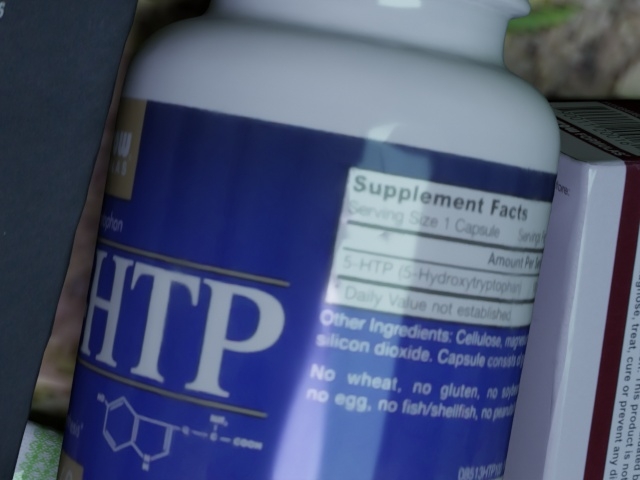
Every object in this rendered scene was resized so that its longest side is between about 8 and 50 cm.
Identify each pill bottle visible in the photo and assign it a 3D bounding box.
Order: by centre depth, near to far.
[{"bbox_3d":[0.000,0.000,0.469,0.112,0.112,0.187,9,92,-28],"label":"pill bottle"}]

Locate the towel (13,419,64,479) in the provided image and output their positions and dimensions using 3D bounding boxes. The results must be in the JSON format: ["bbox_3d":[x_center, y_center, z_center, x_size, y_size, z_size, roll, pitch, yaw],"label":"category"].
[{"bbox_3d":[-0.108,0.095,0.509,0.152,0.023,0.113,27,92,-28],"label":"towel"}]

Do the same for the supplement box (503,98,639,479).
[{"bbox_3d":[0.157,0.024,0.582,0.239,0.073,0.130,-2,108,-25],"label":"supplement box"}]

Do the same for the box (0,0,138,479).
[{"bbox_3d":[-0.122,-0.089,0.332,0.165,0.143,0.270,-5,114,-64],"label":"box"}]
